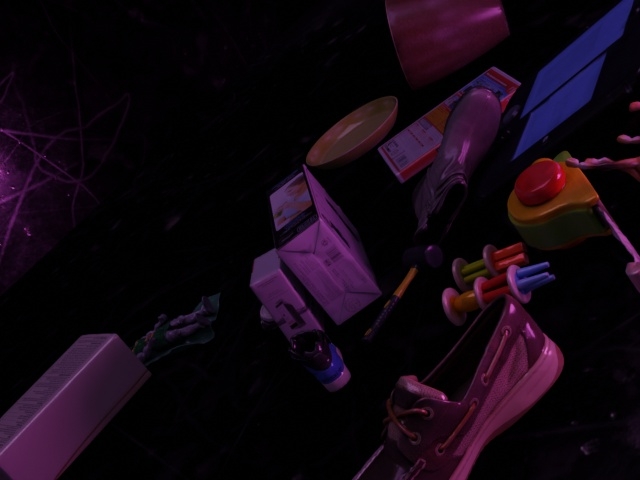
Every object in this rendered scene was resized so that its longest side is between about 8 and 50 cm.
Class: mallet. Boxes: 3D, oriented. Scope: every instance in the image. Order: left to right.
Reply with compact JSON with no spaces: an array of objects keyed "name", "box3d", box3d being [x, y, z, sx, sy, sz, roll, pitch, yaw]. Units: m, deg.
[{"name":"mallet","box3d":[0.120,0.077,1.529,0.062,0.039,0.190,-19,31,49]}]

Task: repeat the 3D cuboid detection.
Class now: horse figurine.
[{"name":"horse figurine","box3d":[0.436,-0.109,1.314,0.174,0.066,0.263,18,40,38]}]

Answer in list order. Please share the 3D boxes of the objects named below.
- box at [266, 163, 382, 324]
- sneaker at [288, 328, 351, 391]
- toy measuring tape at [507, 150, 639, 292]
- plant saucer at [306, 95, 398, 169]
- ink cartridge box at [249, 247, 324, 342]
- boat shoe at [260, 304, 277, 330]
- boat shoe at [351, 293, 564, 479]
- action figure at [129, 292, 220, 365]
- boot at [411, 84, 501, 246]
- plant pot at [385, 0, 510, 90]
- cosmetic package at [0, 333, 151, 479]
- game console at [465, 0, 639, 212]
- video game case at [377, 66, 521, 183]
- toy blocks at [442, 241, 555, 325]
[{"name":"box","box3d":[0.000,0.000,1.708,0.087,0.169,0.290,-37,21,8]},{"name":"sneaker","box3d":[-0.011,0.155,1.495,0.058,0.085,0.152,-38,19,-1]},{"name":"toy measuring tape","box3d":[0.310,-0.013,1.310,0.121,0.121,0.330,-33,29,12]},{"name":"plant saucer","box3d":[0.076,-0.227,2.271,0.241,0.037,0.241,-32,21,14]},{"name":"ink cartridge box","box3d":[-0.050,0.089,1.636,0.056,0.135,0.099,-29,21,13]},{"name":"boat shoe","box3d":[-0.067,0.105,1.772,0.046,0.038,0.125,17,42,12]},{"name":"boat shoe","box3d":[0.116,0.195,1.136,0.342,0.123,0.123,-42,20,-13]},{"name":"action figure","box3d":[-0.293,0.182,1.957,0.232,0.063,0.137,-30,24,28]},{"name":"boot","box3d":[0.216,-0.107,1.607,0.161,0.083,0.247,-83,17,-67]},{"name":"plant pot","box3d":[0.282,-0.458,2.238,0.230,0.215,0.215,-16,25,14]},{"name":"cosmetic package","box3d":[-0.471,0.313,1.882,0.160,0.113,0.309,-8,35,54]},{"name":"game console","box3d":[0.388,-0.236,1.587,0.386,0.060,0.342,-42,10,47]},{"name":"video game case","box3d":[0.247,-0.225,1.997,0.285,0.025,0.204,-35,19,6]},{"name":"toy blocks","box3d":[0.241,0.044,1.364,0.148,0.054,0.123,-24,24,33]}]
